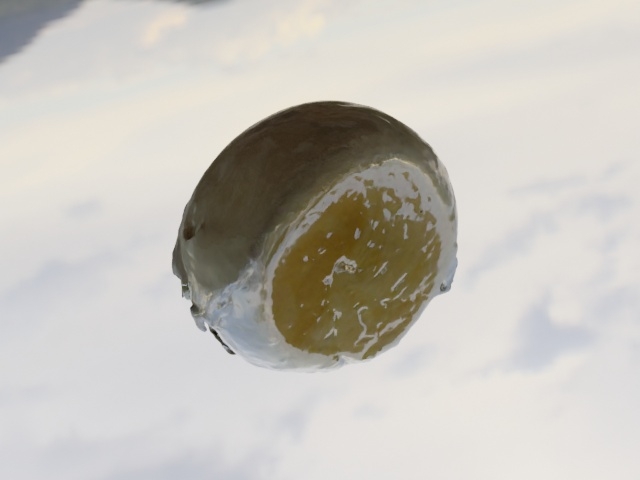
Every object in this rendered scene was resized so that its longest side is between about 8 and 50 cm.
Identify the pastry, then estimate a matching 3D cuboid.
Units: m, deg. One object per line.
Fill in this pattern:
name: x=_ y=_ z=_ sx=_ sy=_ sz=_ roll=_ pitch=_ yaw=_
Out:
pastry: x=-0.002 y=0.000 z=1.607 sx=0.265 sy=0.265 sz=0.133 roll=-21 pitch=-143 yaw=-32
